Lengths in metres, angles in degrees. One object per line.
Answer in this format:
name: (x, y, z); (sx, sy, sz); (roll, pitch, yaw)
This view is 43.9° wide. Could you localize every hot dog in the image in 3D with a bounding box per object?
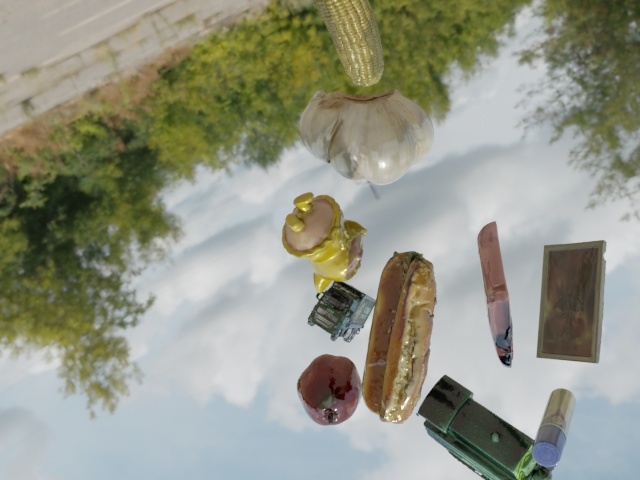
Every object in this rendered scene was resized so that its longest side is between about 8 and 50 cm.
hot dog: (0.120, 0.146, 1.178); (0.072, 0.269, 0.115); (4, -162, -20)

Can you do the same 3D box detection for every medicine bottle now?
medicine bottle: (0.475, 0.376, 1.611); (0.059, 0.059, 0.231); (-20, -173, 28)

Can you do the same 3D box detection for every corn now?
corn: (0.082, -0.547, 2.053); (0.131, 0.344, 0.131); (-10, -127, 14)

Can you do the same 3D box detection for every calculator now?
calculator: (0.347, 0.120, 1.560); (0.048, 0.330, 0.220); (-10, -124, 11)

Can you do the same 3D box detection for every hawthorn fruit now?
hawthorn fruit: (0.029, 0.407, 2.103); (0.185, 0.185, 0.202); (-24, -151, 14)

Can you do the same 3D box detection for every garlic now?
garlic: (0.100, -0.202, 1.682); (0.280, 0.203, 0.185); (-6, -137, -1)

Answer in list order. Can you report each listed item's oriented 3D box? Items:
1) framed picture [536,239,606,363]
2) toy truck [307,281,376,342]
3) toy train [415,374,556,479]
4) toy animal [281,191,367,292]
framed picture: (0.610, 0.148, 1.935); (0.020, 0.290, 0.211); (10, 172, -24)
toy truck: (0.051, 0.160, 1.788); (0.121, 0.088, 0.259); (-60, 165, -1)
toy train: (0.359, 0.436, 1.768); (0.330, 0.178, 0.138); (30, -104, 37)
toy animal: (0.002, -0.004, 1.569); (0.156, 0.230, 0.156); (-13, -127, 18)
